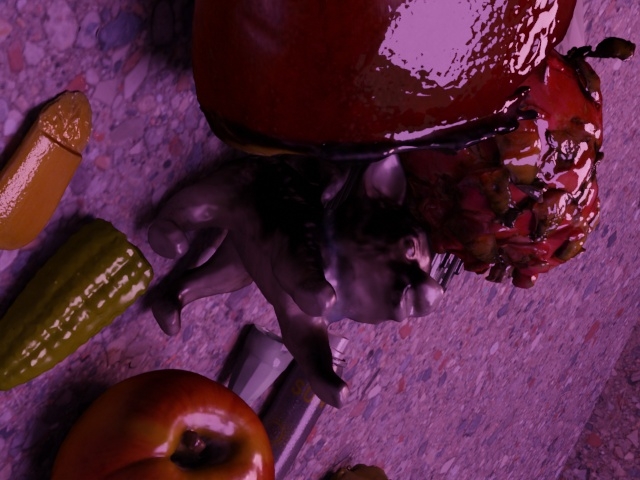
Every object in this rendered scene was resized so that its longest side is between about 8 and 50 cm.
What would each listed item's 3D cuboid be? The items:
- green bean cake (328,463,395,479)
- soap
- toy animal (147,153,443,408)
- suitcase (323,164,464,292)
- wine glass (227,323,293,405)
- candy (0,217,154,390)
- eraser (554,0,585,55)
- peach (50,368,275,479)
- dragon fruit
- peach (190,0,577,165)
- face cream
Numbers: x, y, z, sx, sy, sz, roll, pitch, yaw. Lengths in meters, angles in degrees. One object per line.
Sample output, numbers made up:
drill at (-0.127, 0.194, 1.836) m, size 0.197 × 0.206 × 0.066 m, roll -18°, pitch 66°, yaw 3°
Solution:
green bean cake at (0.085, 0.541, 2.254) m, size 0.310 × 0.202 × 0.285 m, roll 12°, pitch 95°, yaw -63°
soap at (-0.267, -0.066, 1.183) m, size 0.168 × 0.033 × 0.089 m, roll -61°, pitch 156°, yaw 3°
toy animal at (0.000, 0.000, 1.403) m, size 0.302 × 0.344 × 0.194 m, roll -39°, pitch 134°, yaw -34°
suitcase at (0.127, -0.087, 1.641) m, size 0.312 × 0.202 × 0.128 m, roll -64°, pitch 159°, yaw 1°
wine glass at (-0.102, 0.193, 1.697) m, size 0.155 × 0.073 × 0.073 m, roll -56°, pitch 153°, yaw 2°
candy at (-0.264, 0.071, 1.271) m, size 0.209 × 0.096 × 0.097 m, roll -46°, pitch 151°, yaw -14°
eraser at (0.311, -0.242, 1.747) m, size 0.213 × 0.082 × 0.397 m, roll -18°, pitch 107°, yaw -53°
peach at (-0.186, 0.279, 1.462) m, size 0.281 × 0.238 × 0.281 m, roll -11°, pitch 158°, yaw -4°
dragon fruit at (0.218, -0.093, 1.445) m, size 0.269 × 0.250 × 0.291 m, roll -40°, pitch 117°, yaw -27°
peach at (0.050, -0.247, 1.224) m, size 0.353 × 0.339 × 0.417 m, roll 36°, pitch 84°, yaw -37°
face cream at (-0.043, 0.261, 1.856) m, size 0.283 × 0.073 × 0.073 m, roll -60°, pitch 153°, yaw 3°
